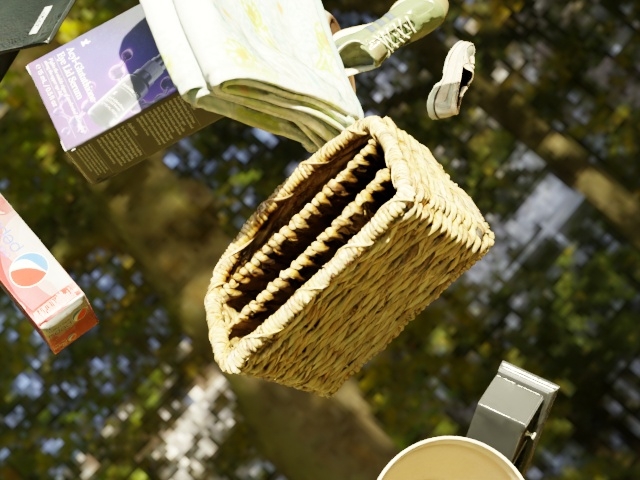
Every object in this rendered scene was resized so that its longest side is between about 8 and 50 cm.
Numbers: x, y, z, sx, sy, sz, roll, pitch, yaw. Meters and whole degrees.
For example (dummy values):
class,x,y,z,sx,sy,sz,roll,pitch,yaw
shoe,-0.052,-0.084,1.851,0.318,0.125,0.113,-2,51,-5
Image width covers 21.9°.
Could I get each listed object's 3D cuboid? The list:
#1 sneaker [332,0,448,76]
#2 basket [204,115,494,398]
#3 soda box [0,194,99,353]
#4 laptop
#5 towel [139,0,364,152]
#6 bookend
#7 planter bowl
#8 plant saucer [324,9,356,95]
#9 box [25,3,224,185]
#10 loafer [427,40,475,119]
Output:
class,x,y,z,sx,sy,sz,roll,pitch,yaw
sneaker,0.090,-0.277,2.303,0.192,0.064,0.086,-21,30,27
basket,0.000,0.000,1.846,0.299,0.213,0.223,-44,-31,16
soda box,-0.439,0.041,2.436,0.083,0.263,0.092,-36,-30,-13
laptop,-0.253,-0.194,1.490,0.264,0.136,0.234,100,-169,-55
towel,-0.100,-0.288,1.916,0.090,0.374,0.320,-32,-24,22
bookend,0.191,0.245,1.851,0.156,0.072,0.157,-45,-25,-55
planter bowl,0.113,0.273,1.577,0.162,0.162,0.109,-43,-2,-16
plant saucer,0.018,-0.266,2.488,0.036,0.198,0.198,-13,-13,11
box,-0.248,-0.195,2.128,0.207,0.153,0.108,-30,-28,0
loafer,0.168,-0.192,1.991,0.125,0.039,0.045,-62,-38,-35
